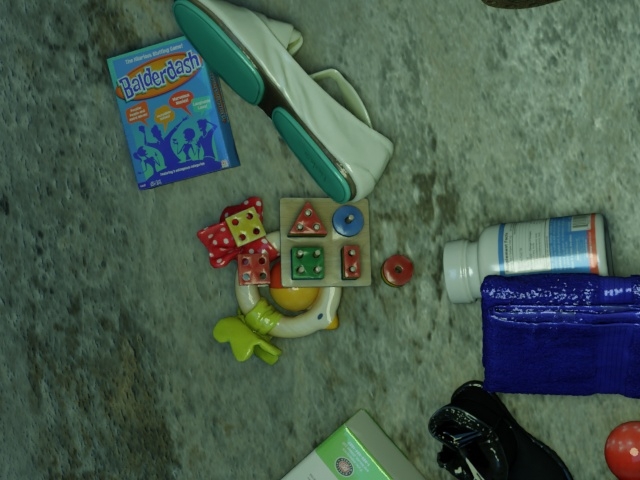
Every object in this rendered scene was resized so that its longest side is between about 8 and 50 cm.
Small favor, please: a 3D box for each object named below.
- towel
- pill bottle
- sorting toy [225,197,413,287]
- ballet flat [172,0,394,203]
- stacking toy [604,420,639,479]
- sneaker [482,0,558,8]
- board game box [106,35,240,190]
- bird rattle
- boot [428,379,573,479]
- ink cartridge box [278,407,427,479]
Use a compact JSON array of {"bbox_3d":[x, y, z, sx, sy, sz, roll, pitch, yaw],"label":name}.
[{"bbox_3d":[0.368,0.140,1.543,0.308,0.076,0.228,1,133,11],"label":"towel"},{"bbox_3d":[0.288,0.034,1.598,0.221,0.124,0.124,-7,95,19],"label":"pill bottle"},{"bbox_3d":[0.000,0.000,1.674,0.274,0.046,0.132,0,80,-8],"label":"sorting toy"},{"bbox_3d":[-0.046,-0.230,1.676,0.139,0.139,0.400,-43,87,17],"label":"ballet flat"},{"bbox_3d":[0.440,0.417,1.603,0.141,0.141,0.331,-4,90,17],"label":"stacking toy"},{"bbox_3d":[0.311,-0.368,1.582,0.188,0.066,0.071,-7,78,12],"label":"sneaker"},{"bbox_3d":[-0.225,-0.197,1.766,0.160,0.047,0.210,-14,92,18],"label":"board game box"},{"bbox_3d":[-0.069,0.059,1.736,0.206,0.143,0.254,-4,82,6],"label":"bird rattle"},{"bbox_3d":[0.252,0.314,1.599,0.094,0.207,0.246,-41,85,17],"label":"boot"},{"bbox_3d":[0.020,0.420,1.731,0.273,0.115,0.198,-43,83,17],"label":"ink cartridge box"}]
